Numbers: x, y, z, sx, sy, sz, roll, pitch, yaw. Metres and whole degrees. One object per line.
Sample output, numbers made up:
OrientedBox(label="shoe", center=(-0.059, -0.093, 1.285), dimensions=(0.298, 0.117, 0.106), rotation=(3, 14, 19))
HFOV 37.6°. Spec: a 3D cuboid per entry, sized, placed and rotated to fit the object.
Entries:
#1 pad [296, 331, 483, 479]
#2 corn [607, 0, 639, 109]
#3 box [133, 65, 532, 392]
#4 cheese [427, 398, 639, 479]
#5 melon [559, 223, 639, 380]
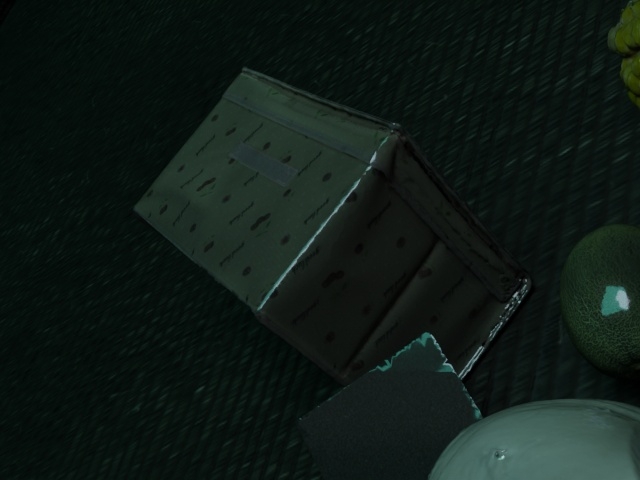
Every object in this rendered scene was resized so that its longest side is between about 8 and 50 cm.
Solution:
OrientedBox(label="pad", center=(0.081, 0.193, 0.714), dimensions=(0.143, 0.003, 0.211), rotation=(-37, 66, 17))
OrientedBox(label="corn", center=(0.356, -0.120, 0.700), dimensions=(0.130, 0.130, 0.347), rotation=(-51, 39, -3))
OrientedBox(label="box", center=(0.000, 0.000, 0.880), dimensions=(0.190, 0.225, 0.297), rotation=(-51, 34, -4))
OrientedBox(label="cheese", center=(0.154, 0.174, 0.573), dimensions=(0.189, 0.198, 0.155), rotation=(-19, 75, 38))
OrientedBox(label="melon", center=(0.229, 0.044, 0.703), dimensions=(0.098, 0.098, 0.131), rotation=(-25, 37, 30))
